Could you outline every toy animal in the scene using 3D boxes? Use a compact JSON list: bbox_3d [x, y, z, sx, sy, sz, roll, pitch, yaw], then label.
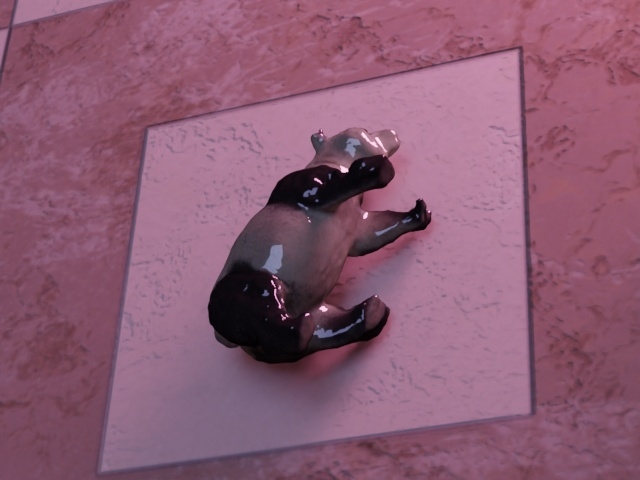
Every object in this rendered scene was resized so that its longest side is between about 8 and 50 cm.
[{"bbox_3d":[0.000,0.000,1.170,0.121,0.094,0.225,7,61,39],"label":"toy animal"}]
